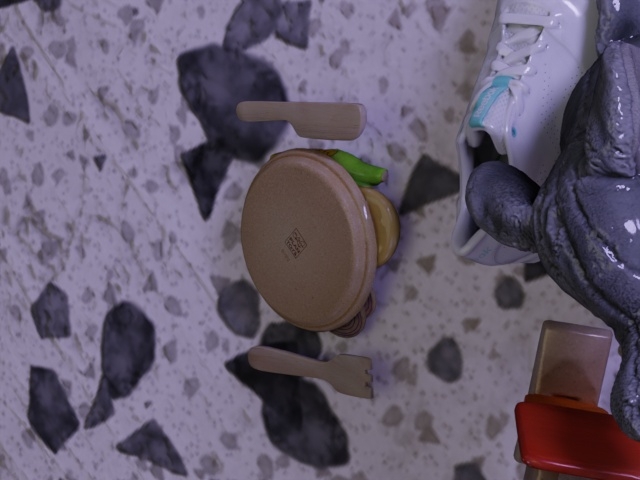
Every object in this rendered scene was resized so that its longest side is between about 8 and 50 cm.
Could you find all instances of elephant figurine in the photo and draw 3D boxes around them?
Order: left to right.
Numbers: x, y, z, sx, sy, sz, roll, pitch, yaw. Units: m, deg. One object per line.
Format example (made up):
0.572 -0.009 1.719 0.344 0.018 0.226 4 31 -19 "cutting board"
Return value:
0.163 -0.023 0.959 0.186 0.239 0.169 19 113 32 "elephant figurine"

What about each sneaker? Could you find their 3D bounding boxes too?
0.119 -0.087 1.087 0.080 0.094 0.212 13 102 36 "sneaker"

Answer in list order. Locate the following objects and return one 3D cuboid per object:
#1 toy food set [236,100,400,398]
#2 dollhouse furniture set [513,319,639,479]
0.000 0.000 1.224 0.132 0.038 0.192 9 104 43 "toy food set"
0.227 0.120 0.943 0.259 0.262 0.135 10 107 -1 "dollhouse furniture set"
